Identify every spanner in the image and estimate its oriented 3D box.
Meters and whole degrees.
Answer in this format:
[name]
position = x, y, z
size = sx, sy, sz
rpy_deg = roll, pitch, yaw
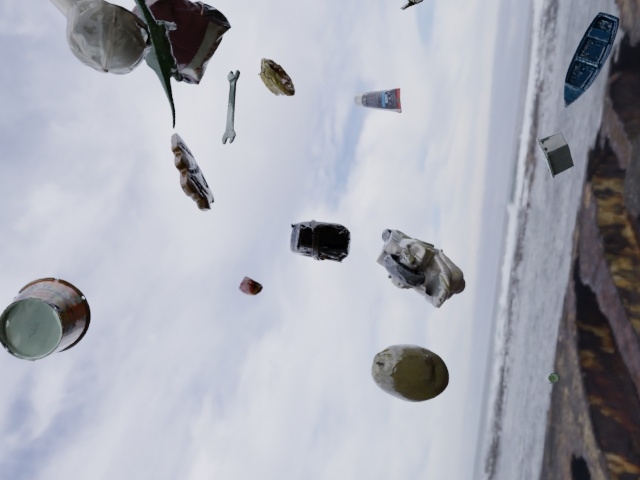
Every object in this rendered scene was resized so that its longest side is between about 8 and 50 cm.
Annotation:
[spanner]
position = -0.314, -0.474, 2.226
size = 0.018, 0.071, 0.301
rpy_deg = 21, -116, -44

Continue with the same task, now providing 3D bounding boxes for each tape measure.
[tape measure]
position = 0.000, 0.000, 2.068
size = 0.223, 0.202, 0.134
rpy_deg = 154, 123, -79

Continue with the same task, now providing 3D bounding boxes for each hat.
[hat]
position = -0.514, -0.485, 1.412
size = 0.161, 0.275, 0.232
rpy_deg = -50, -5, -14

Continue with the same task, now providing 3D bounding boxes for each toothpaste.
[toothpaste]
position = 0.176, -0.413, 1.868
size = 0.045, 0.194, 0.071
rpy_deg = -17, -71, -31

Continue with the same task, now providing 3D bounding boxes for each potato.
[potato]
position = 0.232, 0.354, 1.689
size = 0.251, 0.174, 0.159
rpy_deg = 22, -121, -42

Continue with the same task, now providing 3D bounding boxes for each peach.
[peach]
position = -0.215, 0.140, 1.894
size = 0.077, 0.083, 0.050
rpy_deg = 38, -103, -34

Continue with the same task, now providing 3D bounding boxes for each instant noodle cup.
[instant noodle cup]
position = -0.789, 0.231, 1.779
size = 0.182, 0.231, 0.230
rpy_deg = -129, 43, -81

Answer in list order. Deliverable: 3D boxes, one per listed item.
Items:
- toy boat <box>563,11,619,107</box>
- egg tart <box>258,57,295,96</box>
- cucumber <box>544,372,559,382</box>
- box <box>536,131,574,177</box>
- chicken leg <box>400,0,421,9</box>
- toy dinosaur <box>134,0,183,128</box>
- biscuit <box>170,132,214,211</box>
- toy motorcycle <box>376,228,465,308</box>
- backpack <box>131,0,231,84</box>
[toy boat]
position = 0.833, -0.556, 1.973
size = 0.299, 0.096, 0.062
rpy_deg = -68, -12, 13
[egg tart]
position = -0.118, -0.424, 1.655
size = 0.130, 0.052, 0.130
rpy_deg = 43, -156, -25
[cucumber]
position = 0.684, 0.409, 1.872
size = 0.133, 0.032, 0.032
rpy_deg = 44, -126, -72
[box]
position = 0.664, -0.244, 1.780
size = 0.122, 0.069, 0.084
rpy_deg = 48, -154, -48
[chicken leg]
position = 0.394, -0.803, 1.782
size = 0.152, 0.429, 0.201
rpy_deg = 56, -179, -11
[toy dinosaur]
position = -0.447, -0.527, 1.680
size = 0.301, 0.087, 0.446
rpy_deg = -82, -18, -82
[biscuit]
position = -0.452, -0.243, 2.202
size = 0.278, 0.043, 0.301
rpy_deg = 2, -116, -83
[toy motorcycle]
position = 0.229, 0.064, 1.410
size = 0.107, 0.223, 0.340
rpy_deg = -58, 0, 14
[backpack]
position = -0.497, -0.695, 2.126
size = 0.317, 0.197, 0.283
rpy_deg = 10, -62, -46
